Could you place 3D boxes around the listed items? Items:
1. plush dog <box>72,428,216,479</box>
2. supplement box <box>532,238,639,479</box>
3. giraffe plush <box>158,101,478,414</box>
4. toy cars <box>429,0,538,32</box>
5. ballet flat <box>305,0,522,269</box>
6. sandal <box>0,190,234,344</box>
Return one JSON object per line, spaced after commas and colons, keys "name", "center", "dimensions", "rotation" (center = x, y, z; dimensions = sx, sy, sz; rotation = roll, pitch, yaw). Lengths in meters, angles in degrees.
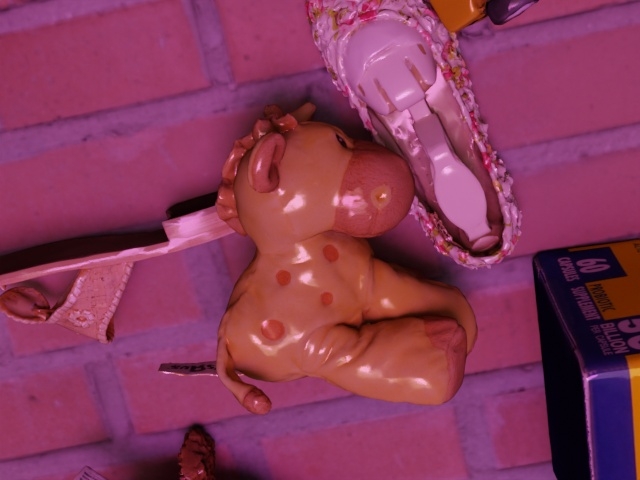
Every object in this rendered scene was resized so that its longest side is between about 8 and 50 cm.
{"name": "plush dog", "center": [-0.104, 0.293, 0.808], "dimensions": [0.262, 0.211, 0.225], "rotation": [2, 129, -16]}
{"name": "supplement box", "center": [0.340, 0.104, 0.700], "dimensions": [0.356, 0.194, 0.195], "rotation": [-8, 110, 4]}
{"name": "giraffe plush", "center": [0.000, 0.000, 0.682], "dimensions": [0.210, 0.181, 0.170], "rotation": [-4, 106, -20]}
{"name": "toy cars", "center": [0.157, -0.302, 0.595], "dimensions": [0.176, 0.087, 0.394], "rotation": [27, 124, 28]}
{"name": "ballet flat", "center": [0.070, -0.082, 0.704], "dimensions": [0.091, 0.077, 0.241], "rotation": [-31, 105, 11]}
{"name": "sandal", "center": [-0.151, 0.034, 0.748], "dimensions": [0.240, 0.088, 0.079], "rotation": [-17, 103, 3]}
